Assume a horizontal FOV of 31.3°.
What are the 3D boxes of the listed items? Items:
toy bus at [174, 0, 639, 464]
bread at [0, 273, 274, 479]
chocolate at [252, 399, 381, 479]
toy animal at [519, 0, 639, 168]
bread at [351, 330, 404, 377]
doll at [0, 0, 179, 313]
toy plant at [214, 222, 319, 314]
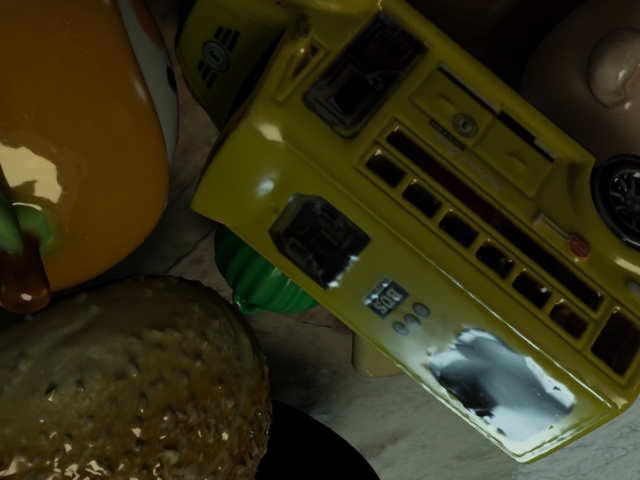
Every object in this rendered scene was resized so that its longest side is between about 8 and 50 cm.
[{"bbox_3d":[0.045,-0.032,0.644,0.331,0.151,0.145,39,145,-1],"label":"toy bus"},{"bbox_3d":[-0.160,0.151,0.711,0.306,0.158,0.305,-31,159,-13],"label":"bread"},{"bbox_3d":[-0.087,0.311,0.968,0.384,0.383,0.331,19,130,-37],"label":"chocolate"},{"bbox_3d":[0.208,-0.057,0.783,0.221,0.229,0.210,-5,-157,48],"label":"toy animal"},{"bbox_3d":[0.090,0.037,0.942,0.140,0.060,0.178,-11,141,-9],"label":"bread"},{"bbox_3d":[-0.170,-0.045,0.604,0.213,0.236,0.213,-8,134,-8],"label":"doll"},{"bbox_3d":[0.000,0.000,0.821,0.143,0.105,0.200,28,134,-4],"label":"toy plant"}]
